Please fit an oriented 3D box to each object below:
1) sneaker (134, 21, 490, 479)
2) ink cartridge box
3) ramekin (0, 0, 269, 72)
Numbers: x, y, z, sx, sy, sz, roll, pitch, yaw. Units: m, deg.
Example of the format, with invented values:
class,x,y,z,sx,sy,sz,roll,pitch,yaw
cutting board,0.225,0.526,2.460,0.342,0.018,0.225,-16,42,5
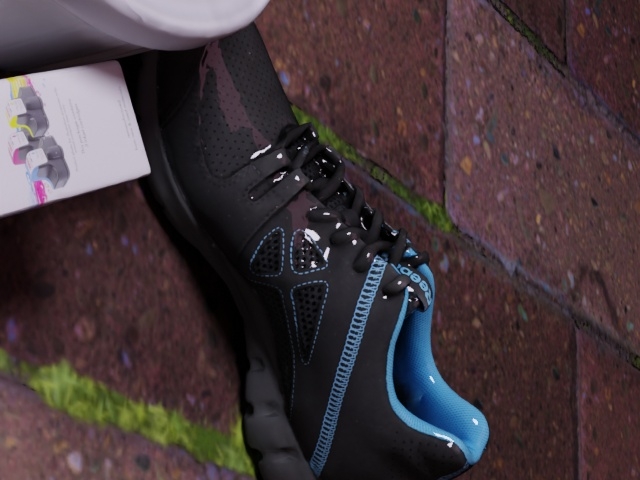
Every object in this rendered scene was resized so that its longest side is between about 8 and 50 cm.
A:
class,x,y,z,sx,sy,sz,roll,pitch,yaw
sneaker,0.000,0.000,0.948,0.125,0.139,0.341,-41,114,-53
ink cartridge box,-0.175,-0.033,0.706,0.181,0.104,0.062,-22,98,-58
ramekin,-0.142,-0.208,0.781,0.273,0.127,0.273,32,50,-47
